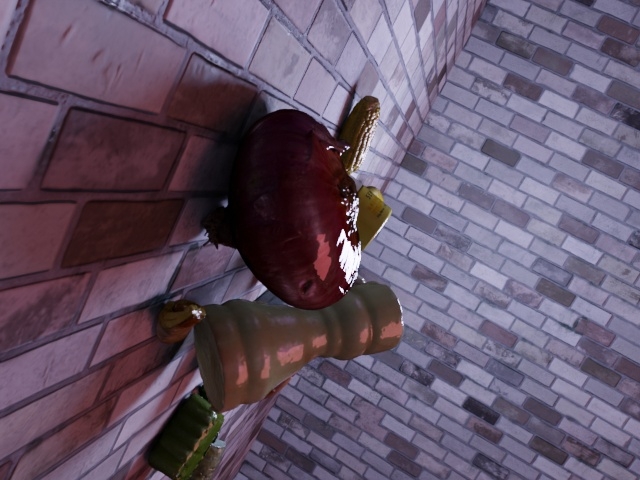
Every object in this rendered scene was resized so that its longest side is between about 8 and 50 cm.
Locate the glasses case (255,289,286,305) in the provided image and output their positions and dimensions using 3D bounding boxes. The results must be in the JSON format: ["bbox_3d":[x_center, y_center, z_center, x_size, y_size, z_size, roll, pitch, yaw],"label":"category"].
[{"bbox_3d":[-0.187,0.244,1.550,0.131,0.074,0.323,-66,169,24],"label":"glasses case"}]

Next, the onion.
[{"bbox_3d":[-0.068,-0.046,0.902,0.347,0.285,0.348,-11,90,-82],"label":"onion"}]

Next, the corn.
[{"bbox_3d":[0.098,-0.285,1.446,0.097,0.097,0.262,-50,166,-48],"label":"corn"}]

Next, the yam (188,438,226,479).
[{"bbox_3d":[-0.416,0.785,1.826,0.194,0.107,0.107,-62,170,3],"label":"yam"}]

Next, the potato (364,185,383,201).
[{"bbox_3d":[0.195,-0.148,2.212,0.173,0.140,0.300,-54,165,0],"label":"potato"}]

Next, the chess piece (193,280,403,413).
[{"bbox_3d":[-0.042,0.210,1.145,0.442,0.234,0.234,-10,141,-27],"label":"chess piece"}]

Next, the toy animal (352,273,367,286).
[{"bbox_3d":[-0.019,0.092,1.399,0.188,0.308,0.266,-46,166,-4],"label":"toy animal"}]

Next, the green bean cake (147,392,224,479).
[{"bbox_3d":[-0.356,0.534,1.392,0.214,0.113,0.200,-56,170,-23],"label":"green bean cake"}]

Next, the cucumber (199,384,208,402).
[{"bbox_3d":[-0.332,0.441,1.494,0.184,0.033,0.036,107,-3,-58],"label":"cucumber"}]

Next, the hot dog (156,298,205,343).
[{"bbox_3d":[-0.256,0.137,0.920,0.078,0.061,0.169,-12,162,-35],"label":"hot dog"}]

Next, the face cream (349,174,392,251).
[{"bbox_3d":[0.087,-0.069,1.601,0.218,0.179,0.218,-51,-178,2],"label":"face cream"}]

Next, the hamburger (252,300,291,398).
[{"bbox_3d":[-0.173,0.288,1.334,0.146,0.286,0.243,-153,-125,-63],"label":"hamburger"}]
